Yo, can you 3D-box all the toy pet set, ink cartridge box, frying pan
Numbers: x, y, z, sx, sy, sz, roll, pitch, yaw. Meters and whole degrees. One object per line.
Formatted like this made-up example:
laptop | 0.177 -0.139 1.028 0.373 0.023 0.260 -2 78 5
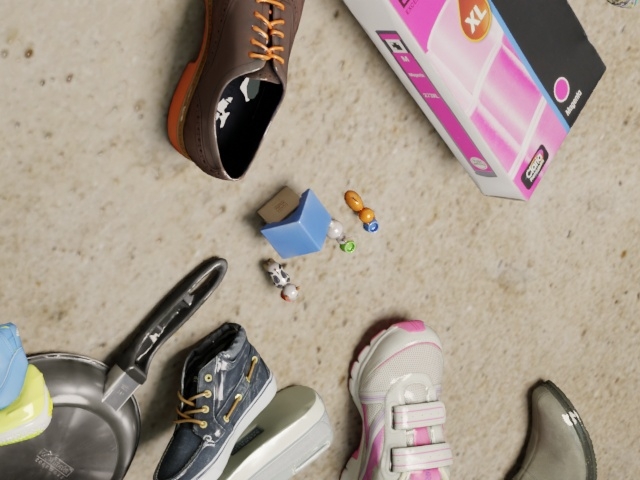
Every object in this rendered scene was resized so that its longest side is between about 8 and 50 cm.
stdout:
toy pet set | 0.000 0.000 1.374 0.122 0.065 0.114 -41 127 -6
ink cartridge box | 0.126 -0.217 1.307 0.371 0.069 0.176 48 65 -35
frying pan | -0.201 0.169 1.362 0.326 0.053 0.197 -26 125 -13

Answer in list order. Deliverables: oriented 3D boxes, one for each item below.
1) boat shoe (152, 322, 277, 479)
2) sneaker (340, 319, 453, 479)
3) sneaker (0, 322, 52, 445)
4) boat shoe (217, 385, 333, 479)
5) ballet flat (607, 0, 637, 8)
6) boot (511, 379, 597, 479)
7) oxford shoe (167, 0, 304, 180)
boat shoe | -0.115 0.162 1.365 0.183 0.065 0.083 -53 128 -38
sneaker | 0.093 0.204 1.501 0.103 0.111 0.252 -9 118 -26
sneaker | -0.357 0.130 1.242 0.240 0.091 0.126 -12 89 -12
boat shoe | -0.079 0.240 1.442 0.227 0.079 0.081 -36 122 -13
ballet flat | 0.300 -0.284 1.420 0.041 0.041 0.114 -6 116 -27
boot | 0.228 0.288 1.645 0.161 0.083 0.246 -20 121 -13
oxford shoe | -0.049 -0.180 1.234 0.097 0.098 0.271 5 111 -31
